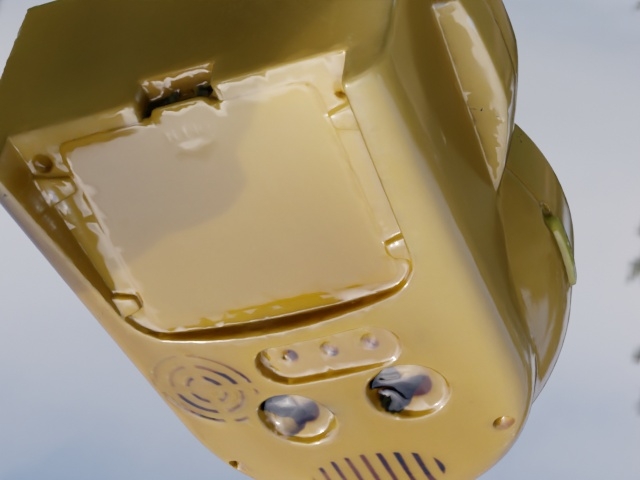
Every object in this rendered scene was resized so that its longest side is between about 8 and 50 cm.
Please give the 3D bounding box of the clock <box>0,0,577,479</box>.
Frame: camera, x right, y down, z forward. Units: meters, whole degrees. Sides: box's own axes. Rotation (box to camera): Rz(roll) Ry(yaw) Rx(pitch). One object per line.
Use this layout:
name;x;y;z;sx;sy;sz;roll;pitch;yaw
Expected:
clock;0.000;0.000;0.831;0.244;0.317;0.200;-9;-143;23
